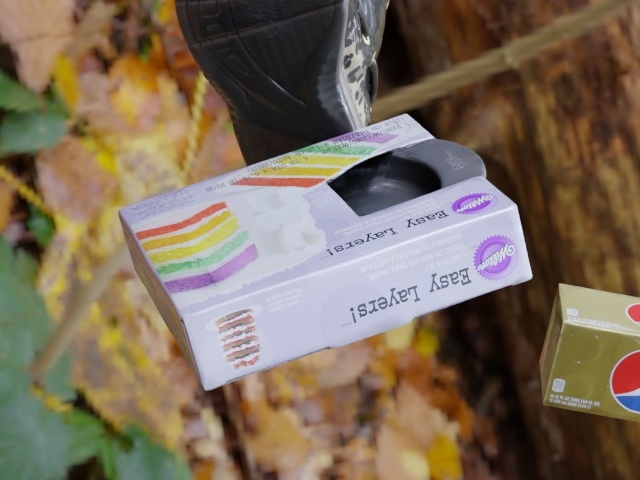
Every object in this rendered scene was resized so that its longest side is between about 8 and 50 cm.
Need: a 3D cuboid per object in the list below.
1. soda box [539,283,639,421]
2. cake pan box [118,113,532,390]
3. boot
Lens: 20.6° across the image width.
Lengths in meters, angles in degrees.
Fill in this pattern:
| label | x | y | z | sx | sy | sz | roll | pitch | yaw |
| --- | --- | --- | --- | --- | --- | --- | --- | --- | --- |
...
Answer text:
| label | x | y | z | sx | sy | sz | roll | pitch | yaw |
| --- | --- | --- | --- | --- | --- | --- | --- | --- | --- |
| soda box | 0.232 | 0.080 | 1.106 | 0.058 | 0.181 | 0.061 | -81 | -179 | -66 |
| cake pan box | 0.000 | 0.000 | 1.326 | 0.246 | 0.267 | 0.070 | -126 | -160 | -63 |
| boot | -0.017 | -0.233 | 1.490 | 0.377 | 0.138 | 0.284 | 70 | 20 | -43 |
